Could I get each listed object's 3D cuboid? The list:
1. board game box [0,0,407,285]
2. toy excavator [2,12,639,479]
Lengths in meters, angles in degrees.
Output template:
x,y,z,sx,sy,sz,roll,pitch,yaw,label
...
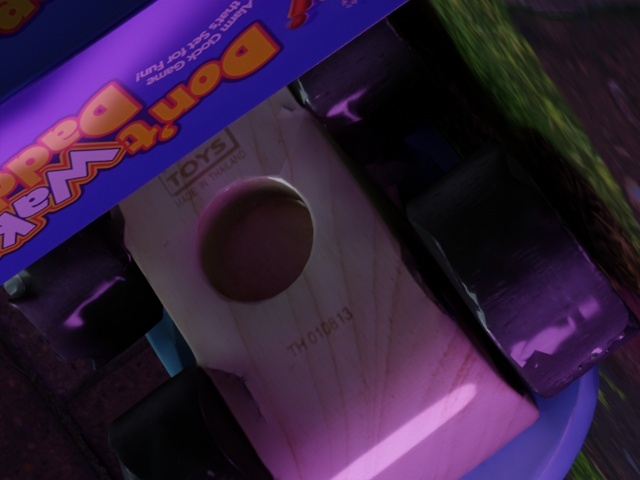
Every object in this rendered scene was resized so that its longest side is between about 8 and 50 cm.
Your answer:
x,y,z,sx,sy,sz,roll,pitch,yaw,label
-0.143,-0.096,0.491,0.233,0.347,0.078,54,178,23,board game box
0.000,0.000,0.959,0.433,0.222,0.445,55,-174,25,toy excavator
